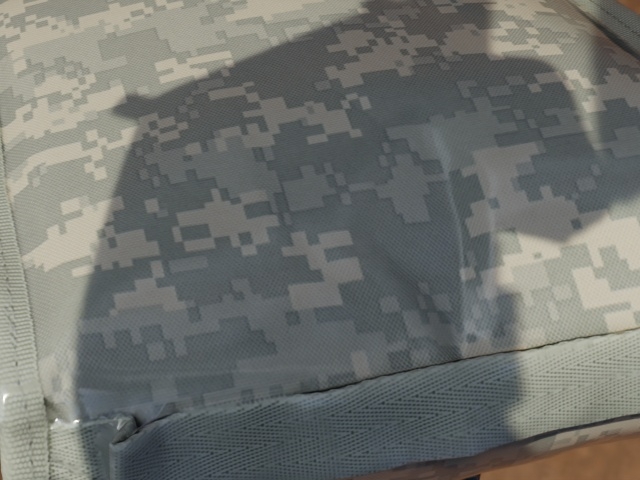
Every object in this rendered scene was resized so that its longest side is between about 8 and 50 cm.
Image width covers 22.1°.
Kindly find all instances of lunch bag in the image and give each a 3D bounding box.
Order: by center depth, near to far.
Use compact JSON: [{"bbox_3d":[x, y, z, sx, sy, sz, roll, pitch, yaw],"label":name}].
[{"bbox_3d":[0.000,0.000,0.554,0.235,0.287,0.169,-8,117,-10],"label":"lunch bag"}]
